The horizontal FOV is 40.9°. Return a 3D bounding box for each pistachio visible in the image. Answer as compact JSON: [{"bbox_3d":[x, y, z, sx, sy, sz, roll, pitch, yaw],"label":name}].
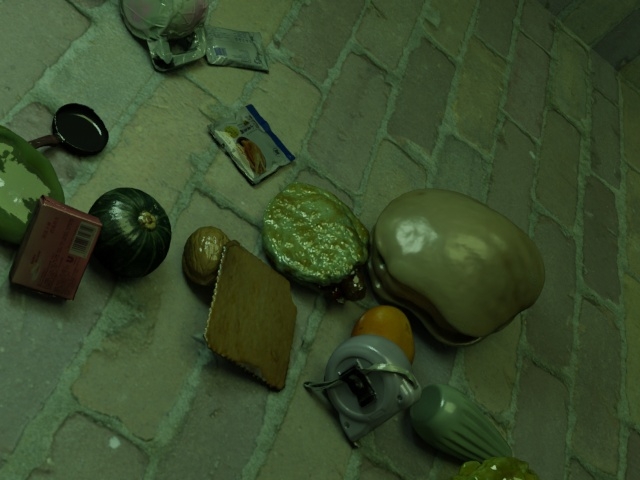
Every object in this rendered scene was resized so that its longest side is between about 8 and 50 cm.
[{"bbox_3d":[0.316,0.060,1.978,0.445,0.281,0.365,14,63,-16],"label":"pistachio"}]

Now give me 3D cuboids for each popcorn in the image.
[{"bbox_3d":[0.328,0.547,1.655,0.237,0.206,0.251,39,51,-32],"label":"popcorn"}]

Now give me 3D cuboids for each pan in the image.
[{"bbox_3d":[-0.490,-0.196,1.636,0.115,0.040,0.212,49,34,0],"label":"pan"}]

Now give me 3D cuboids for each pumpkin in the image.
[{"bbox_3d":[-0.346,-0.014,1.556,0.167,0.125,0.167,29,39,-27],"label":"pumpkin"}]

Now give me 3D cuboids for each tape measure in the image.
[{"bbox_3d":[0.085,0.276,1.657,0.178,0.196,0.105,52,32,17],"label":"tape measure"}]

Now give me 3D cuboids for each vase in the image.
[{"bbox_3d":[0.302,0.402,1.799,0.248,0.128,0.128,38,41,-24],"label":"vase"}]

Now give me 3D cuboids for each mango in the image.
[{"bbox_3d":[0.135,0.212,1.814,0.145,0.112,0.219,42,30,-6],"label":"mango"}]

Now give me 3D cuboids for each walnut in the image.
[{"bbox_3d":[-0.217,0.032,1.656,0.105,0.105,0.124,26,49,-24],"label":"walnut"}]

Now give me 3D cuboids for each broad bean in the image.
[{"bbox_3d":[-0.536,-0.097,1.489,0.169,0.100,0.228,-8,77,-35],"label":"broad bean"}]

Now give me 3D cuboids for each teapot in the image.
[{"bbox_3d":[-0.325,-0.511,1.934,0.178,0.163,0.221,-17,71,-54],"label":"teapot"}]

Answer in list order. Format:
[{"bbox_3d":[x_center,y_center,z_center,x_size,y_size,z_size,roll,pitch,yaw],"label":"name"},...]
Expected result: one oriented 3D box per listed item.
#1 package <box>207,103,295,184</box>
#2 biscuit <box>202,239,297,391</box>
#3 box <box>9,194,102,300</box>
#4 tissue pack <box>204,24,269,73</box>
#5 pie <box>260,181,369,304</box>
[{"bbox_3d":[-0.156,-0.221,1.955,0.171,0.027,0.173,49,44,1],"label":"package"},{"bbox_3d":[-0.124,0.143,1.639,0.232,0.013,0.237,39,47,-38],"label":"biscuit"},{"bbox_3d":[-0.445,0.015,1.438,0.111,0.156,0.060,22,4,-29],"label":"box"},{"bbox_3d":[-0.211,-0.473,2.102,0.193,0.026,0.123,-1,61,-41],"label":"tissue pack"},{"bbox_3d":[-0.008,-0.005,1.861,0.257,0.105,0.274,22,46,-15],"label":"pie"}]
